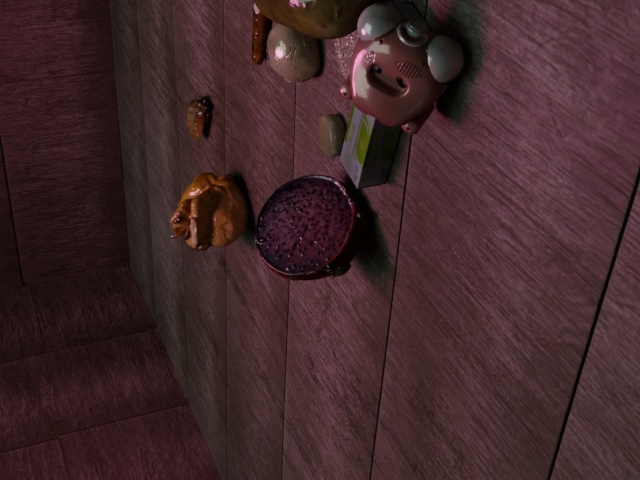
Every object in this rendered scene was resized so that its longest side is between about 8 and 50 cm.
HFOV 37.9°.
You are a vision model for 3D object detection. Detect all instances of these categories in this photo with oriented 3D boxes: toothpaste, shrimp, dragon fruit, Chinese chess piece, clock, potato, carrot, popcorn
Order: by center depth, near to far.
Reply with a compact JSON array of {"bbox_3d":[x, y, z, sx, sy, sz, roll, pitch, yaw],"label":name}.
[{"bbox_3d":[0.115,-0.252,1.365,0.166,0.092,0.162,30,138,7],"label":"clock"},{"bbox_3d":[0.100,-0.233,1.542,0.336,0.067,0.081,103,146,-48],"label":"toothpaste"},{"bbox_3d":[-0.012,-0.445,1.567,0.307,0.173,0.210,50,126,50],"label":"potato"},{"bbox_3d":[0.023,-0.203,1.807,0.084,0.034,0.084,170,90,-72],"label":"Chinese chess piece"},{"bbox_3d":[-0.002,-0.003,1.812,0.148,0.224,0.218,50,-128,-55],"label":"dragon fruit"},{"bbox_3d":[-0.135,-0.467,2.081,0.170,0.042,0.042,101,150,-49],"label":"carrot"},{"bbox_3d":[-0.286,-0.073,2.484,0.191,0.190,0.253,-52,11,48],"label":"popcorn"},{"bbox_3d":[-0.349,-0.356,2.692,0.217,0.051,0.115,-19,89,69],"label":"shrimp"}]

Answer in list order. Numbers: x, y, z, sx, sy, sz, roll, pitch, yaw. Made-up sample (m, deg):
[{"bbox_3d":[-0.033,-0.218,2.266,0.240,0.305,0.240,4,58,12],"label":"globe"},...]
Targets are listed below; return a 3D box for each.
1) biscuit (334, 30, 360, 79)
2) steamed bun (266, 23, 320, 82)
[{"bbox_3d":[0.058,-0.345,1.657,0.152,0.020,0.152,167,90,-70],"label":"biscuit"},{"bbox_3d":[-0.058,-0.379,1.844,0.112,0.091,0.129,159,99,-68],"label":"steamed bun"}]
